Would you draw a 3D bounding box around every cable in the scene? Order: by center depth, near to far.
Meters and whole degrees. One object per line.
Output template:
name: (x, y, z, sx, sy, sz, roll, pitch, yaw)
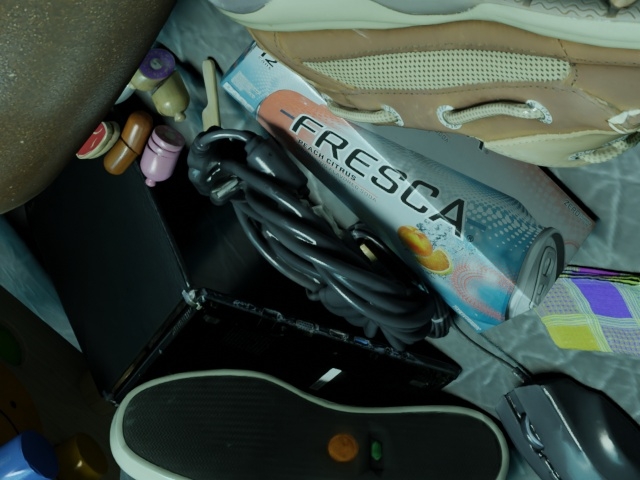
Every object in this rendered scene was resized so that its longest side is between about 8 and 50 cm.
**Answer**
cable: (0.000, 0.000, 0.814, 0.150, 0.047, 0.184, 39, 173, 8)

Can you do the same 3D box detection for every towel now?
towel: (0.144, 0.038, 0.799, 0.083, 0.009, 0.060, 5, 135, 45)

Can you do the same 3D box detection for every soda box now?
soda box: (0.042, -0.042, 0.751, 0.183, 0.063, 0.058, 43, 151, -6)

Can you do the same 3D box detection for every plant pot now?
plant pot: (-0.140, -0.149, 0.702, 0.215, 0.215, 0.230, 47, 135, -13)

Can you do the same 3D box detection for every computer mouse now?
computer mouse: (0.099, 0.081, 0.876, 0.242, 0.041, 0.071, 41, 151, -1)

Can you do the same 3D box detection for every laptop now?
laptop: (-0.066, 0.029, 1.020, 0.264, 0.136, 0.234, 18, 154, -13)

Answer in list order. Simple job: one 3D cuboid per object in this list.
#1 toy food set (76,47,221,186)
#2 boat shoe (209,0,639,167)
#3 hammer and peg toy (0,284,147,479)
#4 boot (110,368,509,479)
toy food set: (-0.108, -0.069, 0.883, 0.122, 0.019, 0.078, -3, 94, 40)
boat shoe: (0.094, -0.091, 0.589, 0.324, 0.123, 0.116, 15, 150, 45)
hammer and peg toy: (-0.265, 0.096, 1.036, 0.127, 0.266, 0.361, -32, 124, 20)
boot: (-0.013, 0.163, 1.002, 0.244, 0.088, 0.176, 8, 149, -1)
